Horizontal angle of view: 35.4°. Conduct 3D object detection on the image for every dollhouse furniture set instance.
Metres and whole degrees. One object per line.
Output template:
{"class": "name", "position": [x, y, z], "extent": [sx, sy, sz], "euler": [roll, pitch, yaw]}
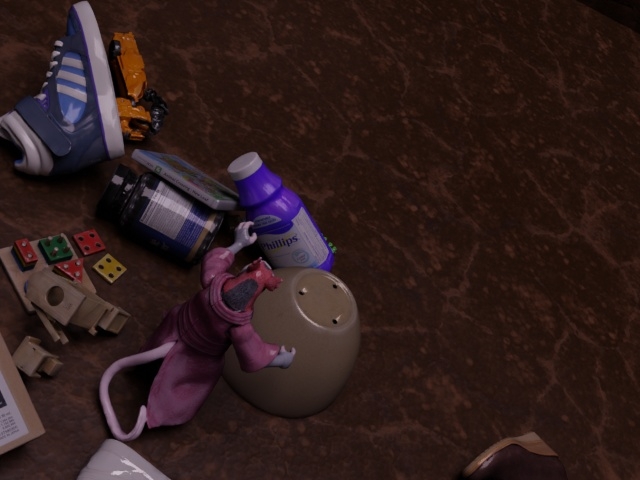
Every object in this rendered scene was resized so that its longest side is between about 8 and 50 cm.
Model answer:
{"class": "dollhouse furniture set", "position": [-0.435, 0.149, 1.677], "extent": [0.101, 0.182, 0.161], "euler": [33, 85, 19]}

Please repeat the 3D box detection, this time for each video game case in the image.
{"class": "video game case", "position": [-0.244, -0.115, 1.939], "extent": [0.193, 0.023, 0.212], "euler": [32, 8, 10]}

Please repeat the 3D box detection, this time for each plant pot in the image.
{"class": "plant pot", "position": [-0.036, 0.158, 1.844], "extent": [0.284, 0.191, 0.284], "euler": [18, 48, -21]}

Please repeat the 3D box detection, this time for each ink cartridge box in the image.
{"class": "ink cartridge box", "position": [-0.552, 0.250, 1.462], "extent": [0.235, 0.088, 0.193], "euler": [-24, 88, -43]}

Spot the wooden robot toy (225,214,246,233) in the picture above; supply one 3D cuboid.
{"class": "wooden robot toy", "position": [-0.104, -0.020, 2.036], "extent": [0.173, 0.076, 0.079], "euler": [-2, 68, -35]}

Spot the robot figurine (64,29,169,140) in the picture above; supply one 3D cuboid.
{"class": "robot figurine", "position": [-0.428, -0.314, 2.044], "extent": [0.211, 0.085, 0.291], "euler": [3, 54, -32]}

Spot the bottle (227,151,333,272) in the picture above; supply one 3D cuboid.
{"class": "bottle", "position": [-0.082, -0.041, 1.948], "extent": [0.282, 0.118, 0.092], "euler": [59, 31, -27]}

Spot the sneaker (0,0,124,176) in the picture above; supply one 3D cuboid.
{"class": "sneaker", "position": [-0.508, -0.278, 1.866], "extent": [0.236, 0.130, 0.322], "euler": [-12, 82, -8]}

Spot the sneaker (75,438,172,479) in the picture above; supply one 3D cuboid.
{"class": "sneaker", "position": [-0.262, 0.450, 1.522], "extent": [0.293, 0.108, 0.169], "euler": [32, 44, 7]}

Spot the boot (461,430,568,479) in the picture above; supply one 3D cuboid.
{"class": "boot", "position": [0.405, 0.486, 1.944], "extent": [0.248, 0.090, 0.207], "euler": [-8, 59, -42]}

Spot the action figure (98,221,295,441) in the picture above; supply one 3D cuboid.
{"class": "action figure", "position": [-0.195, 0.129, 1.627], "extent": [0.276, 0.370, 0.248], "euler": [-12, 64, -41]}

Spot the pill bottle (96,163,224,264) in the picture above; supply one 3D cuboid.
{"class": "pill bottle", "position": [-0.302, -0.053, 1.887], "extent": [0.219, 0.123, 0.122], "euler": [28, 44, -11]}

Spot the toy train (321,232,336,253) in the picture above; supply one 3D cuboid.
{"class": "toy train", "position": [0.000, 0.000, 2.124], "extent": [0.083, 0.017, 0.024], "euler": [45, 54, 6]}

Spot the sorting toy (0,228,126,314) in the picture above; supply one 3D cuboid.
{"class": "sorting toy", "position": [-0.465, 0.046, 1.750], "extent": [0.275, 0.046, 0.132], "euler": [-16, 66, -42]}
